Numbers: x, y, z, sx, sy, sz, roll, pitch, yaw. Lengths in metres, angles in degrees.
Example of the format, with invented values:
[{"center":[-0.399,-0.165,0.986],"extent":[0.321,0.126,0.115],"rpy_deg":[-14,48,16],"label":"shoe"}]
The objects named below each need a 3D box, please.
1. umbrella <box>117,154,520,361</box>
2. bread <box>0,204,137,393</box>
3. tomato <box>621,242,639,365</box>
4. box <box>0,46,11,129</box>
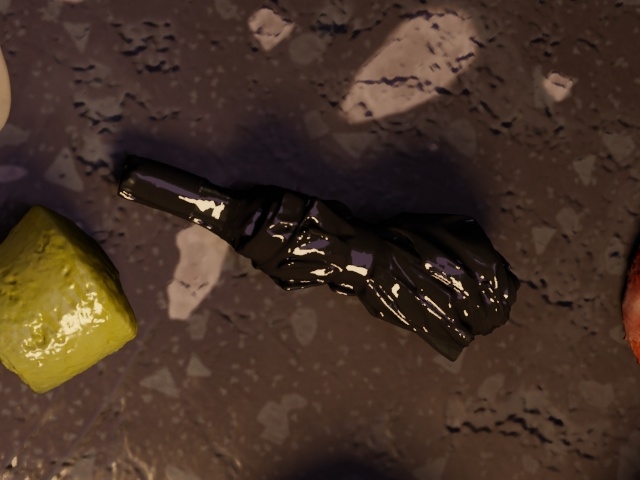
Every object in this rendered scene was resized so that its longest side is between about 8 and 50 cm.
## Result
[{"center":[0.000,0.000,1.524],"extent":[0.340,0.118,0.118],"rpy_deg":[19,88,-11],"label":"umbrella"},{"center":[-0.208,0.047,1.446],"extent":[0.114,0.111,0.129],"rpy_deg":[-39,102,-4],"label":"bread"},{"center":[0.360,0.055,1.648],"extent":[0.173,0.099,0.189],"rpy_deg":[9,93,-22],"label":"tomato"},{"center":[-0.342,-0.119,1.299],"extent":[0.206,0.291,0.262],"rpy_deg":[-36,86,-29],"label":"box"}]
